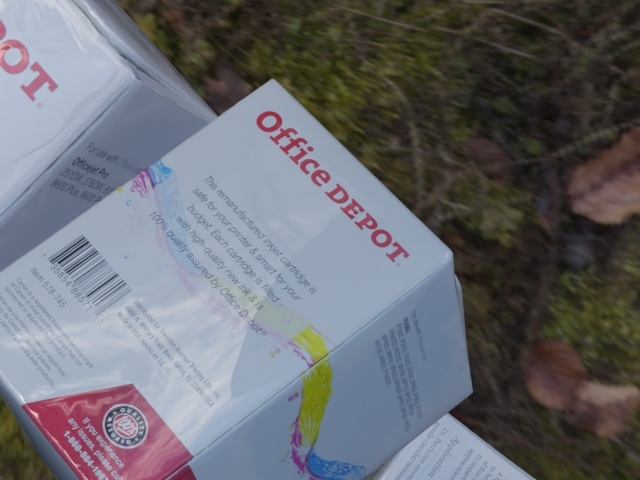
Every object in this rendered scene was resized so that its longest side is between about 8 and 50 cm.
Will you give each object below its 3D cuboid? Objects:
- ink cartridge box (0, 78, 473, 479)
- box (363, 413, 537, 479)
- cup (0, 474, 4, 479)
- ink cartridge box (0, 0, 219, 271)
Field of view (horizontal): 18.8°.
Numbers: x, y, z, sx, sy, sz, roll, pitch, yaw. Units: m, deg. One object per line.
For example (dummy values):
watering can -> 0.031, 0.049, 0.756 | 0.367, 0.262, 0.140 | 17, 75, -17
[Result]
ink cartridge box -> -0.040, 0.048, 0.833 | 0.176, 0.127, 0.128 | -36, 60, -12
box -> 0.065, 0.246, 1.540 | 0.119, 0.182, 0.181 | 38, 71, 0
cup -> -0.346, 0.289, 1.557 | 0.331, 0.331, 0.237 | -7, 71, -7
ink cartridge box -> -0.297, -0.042, 1.152 | 0.395, 0.166, 0.285 | -44, 72, 7
